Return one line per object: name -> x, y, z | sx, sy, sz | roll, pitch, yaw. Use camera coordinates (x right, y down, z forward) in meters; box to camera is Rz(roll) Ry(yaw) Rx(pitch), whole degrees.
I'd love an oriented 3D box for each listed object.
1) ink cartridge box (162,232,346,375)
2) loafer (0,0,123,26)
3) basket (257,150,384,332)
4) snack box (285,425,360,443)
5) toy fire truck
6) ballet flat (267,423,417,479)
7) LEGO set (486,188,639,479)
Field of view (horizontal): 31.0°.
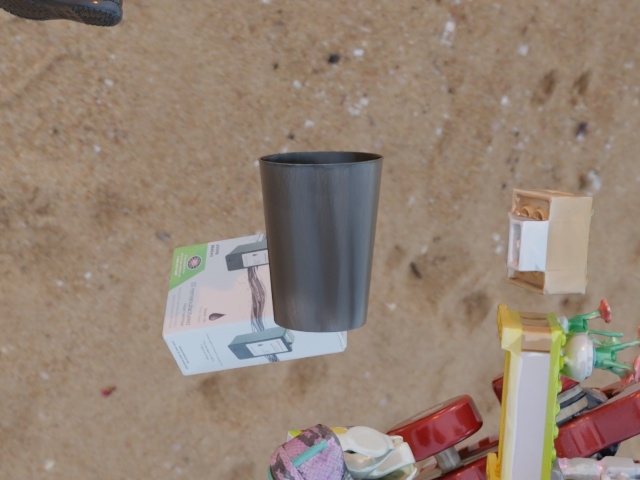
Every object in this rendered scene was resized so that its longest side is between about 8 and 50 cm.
ink cartridge box -> -0.102, 0.094, 1.870 | 0.273, 0.198, 0.114 | -10, 134, 10
loafer -> -0.361, -0.343, 1.555 | 0.080, 0.220, 0.078 | 66, 37, -72
basket -> 0.000, 0.000, 1.547 | 0.204, 0.154, 0.226 | -14, 108, -59
snack box -> 0.032, 0.262, 1.324 | 0.100, 0.141, 0.037 | 0, 110, -27
toy fire truck -> 0.223, 0.214, 1.218 | 0.302, 0.169, 0.254 | -29, 174, 17
ballet flat -> 0.032, 0.189, 0.951 | 0.079, 0.077, 0.221 | -35, 154, 10
LEGO set -> 0.133, 0.120, 0.535 | 0.132, 0.107, 0.287 | 81, 14, -66
